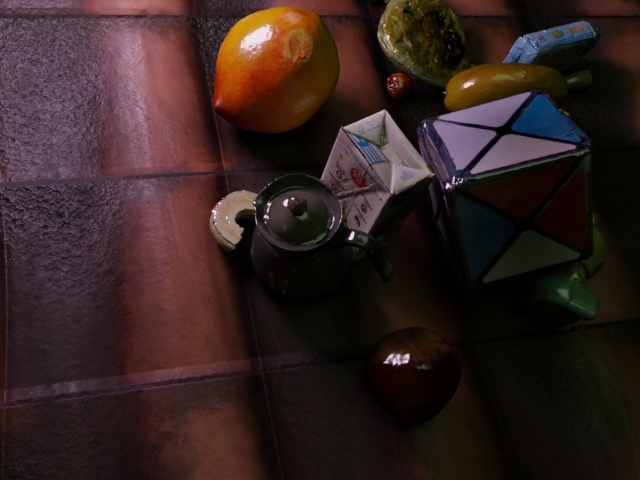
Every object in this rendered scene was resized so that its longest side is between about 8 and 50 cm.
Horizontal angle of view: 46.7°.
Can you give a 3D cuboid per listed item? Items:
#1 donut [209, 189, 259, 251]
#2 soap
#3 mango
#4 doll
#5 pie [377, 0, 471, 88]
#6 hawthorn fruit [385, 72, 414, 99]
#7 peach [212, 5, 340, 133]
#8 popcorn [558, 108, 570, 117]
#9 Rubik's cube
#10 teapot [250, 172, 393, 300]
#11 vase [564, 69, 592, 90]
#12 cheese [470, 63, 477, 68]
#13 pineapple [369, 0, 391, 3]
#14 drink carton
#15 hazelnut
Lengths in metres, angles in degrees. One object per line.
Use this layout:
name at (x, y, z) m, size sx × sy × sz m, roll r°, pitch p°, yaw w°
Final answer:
donut at (-0.191, -0.049, 1.691) m, size 0.108 × 0.065 × 0.166 m, roll 36°, pitch 60°, yaw 10°
soap at (0.656, -0.534, 2.108) m, size 0.293 × 0.156 × 0.077 m, roll -19°, pitch 67°, yaw -21°
mango at (0.488, -0.392, 1.946) m, size 0.332 × 0.195 × 0.142 m, roll -8°, pitch 78°, yaw 5°
doll at (0.577, 0.065, 1.749) m, size 0.162 × 0.177 × 0.260 m, roll 26°, pitch 67°, yaw 0°
pie at (0.297, -0.547, 2.030) m, size 0.323 × 0.070 × 0.323 m, roll 13°, pitch 62°, yaw -25°
hawthorn fruit at (0.214, -0.414, 1.985) m, size 0.077 × 0.077 × 0.077 m, roll 6°, pitch 61°, yaw -10°
peach at (-0.110, -0.403, 1.786) m, size 0.289 × 0.289 × 0.308 m, roll 40°, pitch 54°, yaw 9°
popcorn at (0.538, -0.247, 1.887) m, size 0.250 × 0.250 × 0.190 m, roll -22°, pitch 44°, yaw -23°
Rubik's cube at (0.406, -0.121, 1.641) m, size 0.307 × 0.305 × 0.310 m, roll -17°, pitch 34°, yaw 2°
teapot at (-0.021, 0.010, 1.550) m, size 0.223 × 0.285 × 0.305 m, roll -35°, pitch 68°, yaw -14°
vase at (0.729, -0.457, 2.143) m, size 0.101 × 0.053 × 0.053 m, roll -16°, pitch 67°, yaw -16°
cheese at (0.454, -0.470, 2.104) m, size 0.111 × 0.017 × 0.047 m, roll 28°, pitch 62°, yaw 2°
pineapple at (0.166, -0.738, 2.126) m, size 0.237 × 0.111 × 0.119 m, roll 11°, pitch 86°, yaw -6°
drink carton at (0.108, -0.113, 1.647) m, size 0.132 × 0.324 × 0.194 m, roll -25°, pitch 71°, yaw -25°
hazelnut at (0.197, 0.288, 1.549) m, size 0.208 × 0.208 × 0.208 m, roll 6°, pitch 61°, yaw -10°
